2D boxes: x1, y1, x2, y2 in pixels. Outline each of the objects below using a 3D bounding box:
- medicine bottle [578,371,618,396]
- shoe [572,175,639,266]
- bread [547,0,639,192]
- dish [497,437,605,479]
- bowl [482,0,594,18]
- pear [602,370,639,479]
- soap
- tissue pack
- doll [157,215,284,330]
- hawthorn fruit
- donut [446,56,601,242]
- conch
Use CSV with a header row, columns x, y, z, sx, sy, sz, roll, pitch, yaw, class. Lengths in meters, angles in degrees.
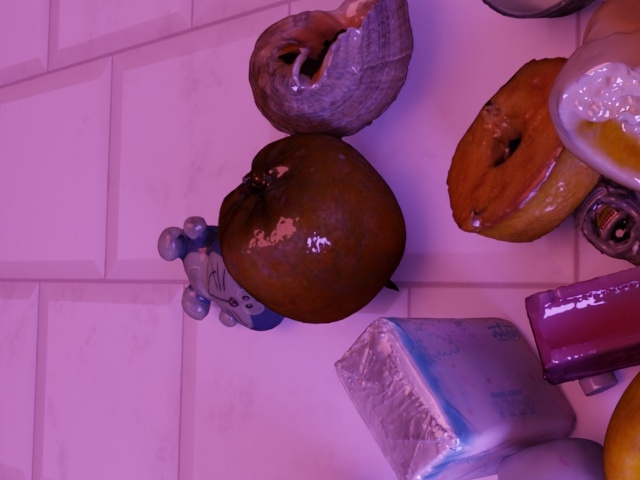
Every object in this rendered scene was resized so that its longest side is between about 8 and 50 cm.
x,y,z,sx,sy,sz,roll,pitch,yaw,class
0.338,0.148,1.208,0.052,0.052,0.089,-39,61,37,medicine bottle
0.355,-0.027,1.176,0.180,0.092,0.089,49,120,37,shoe
0.438,-0.162,0.932,0.424,0.329,0.245,4,83,42,bread
0.322,0.331,1.094,0.117,0.256,0.256,-33,63,22,dish
0.308,-0.380,1.238,0.211,0.112,0.211,-6,82,45,bowl
0.426,0.216,0.960,0.281,0.281,0.280,-4,84,45,pear
0.368,0.084,1.102,0.250,0.162,0.099,-17,68,11,soap
0.176,0.198,1.212,0.124,0.271,0.201,-47,56,32,tissue pack
-0.152,0.062,1.646,0.258,0.154,0.228,24,137,51,doll
0.000,0.000,1.422,0.268,0.301,0.267,-38,26,23,hawthorn fruit
0.260,-0.111,1.213,0.253,0.118,0.253,-55,21,34,donut
0.037,-0.260,1.435,0.297,0.210,0.352,-43,24,12,conch
